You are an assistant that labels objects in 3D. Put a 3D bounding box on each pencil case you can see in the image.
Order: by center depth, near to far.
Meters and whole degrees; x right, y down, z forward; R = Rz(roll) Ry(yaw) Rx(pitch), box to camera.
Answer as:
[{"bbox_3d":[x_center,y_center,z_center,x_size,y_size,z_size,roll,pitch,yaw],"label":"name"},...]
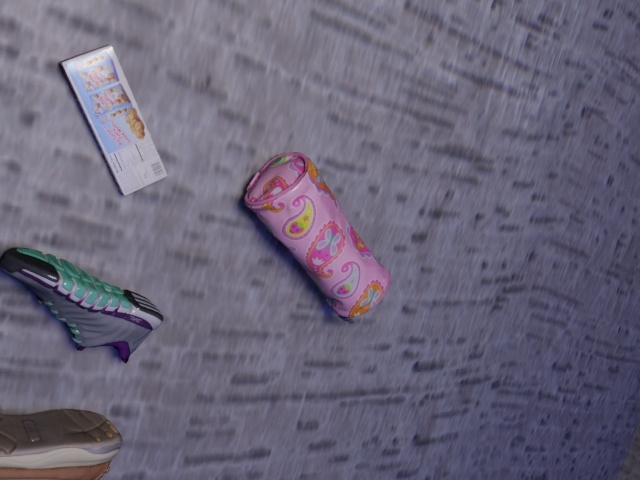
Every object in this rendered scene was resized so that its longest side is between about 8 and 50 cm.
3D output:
[{"bbox_3d":[0.000,0.000,0.923,0.124,0.124,0.284,-46,126,-13],"label":"pencil case"}]

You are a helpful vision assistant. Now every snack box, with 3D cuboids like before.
[{"bbox_3d":[-0.258,-0.149,0.753,0.064,0.022,0.178,-30,120,-22],"label":"snack box"}]

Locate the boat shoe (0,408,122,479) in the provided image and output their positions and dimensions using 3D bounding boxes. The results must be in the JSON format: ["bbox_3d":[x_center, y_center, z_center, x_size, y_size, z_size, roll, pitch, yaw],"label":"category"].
[{"bbox_3d":[-0.413,0.281,0.733,0.325,0.123,0.116,15,99,-35],"label":"boat shoe"}]

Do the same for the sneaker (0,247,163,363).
[{"bbox_3d":[-0.313,0.093,0.762,0.224,0.083,0.098,34,90,-38],"label":"sneaker"}]
